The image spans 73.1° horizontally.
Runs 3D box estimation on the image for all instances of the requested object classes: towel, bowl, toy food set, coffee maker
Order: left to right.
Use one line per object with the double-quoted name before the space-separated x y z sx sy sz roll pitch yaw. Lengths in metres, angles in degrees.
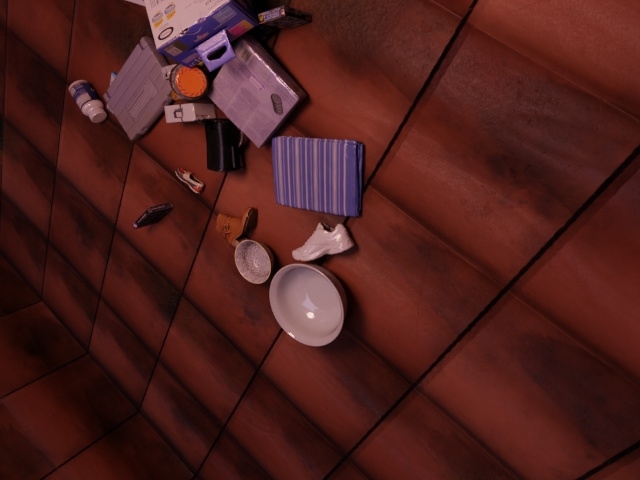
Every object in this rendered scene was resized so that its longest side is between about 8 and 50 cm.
"toy food set" -0.481 -0.616 1.510 0.104 0.111 0.232 -2 103 34
"coffee maker" -0.351 -0.330 1.492 0.120 0.171 0.178 26 120 54
"bowl" -0.229 0.068 1.608 0.170 0.080 0.170 12 113 30
"bowl" -0.019 0.201 1.485 0.298 0.134 0.297 11 112 30
"towel" -0.015 -0.214 1.404 0.336 0.040 0.243 12 114 31

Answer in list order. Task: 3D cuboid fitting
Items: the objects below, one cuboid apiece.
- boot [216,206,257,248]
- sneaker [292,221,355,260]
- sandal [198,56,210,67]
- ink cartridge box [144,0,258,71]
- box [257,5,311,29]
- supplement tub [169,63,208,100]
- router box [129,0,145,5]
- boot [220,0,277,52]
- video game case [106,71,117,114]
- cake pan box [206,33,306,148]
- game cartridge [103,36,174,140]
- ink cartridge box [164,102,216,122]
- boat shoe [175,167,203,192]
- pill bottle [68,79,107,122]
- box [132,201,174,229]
"boot" -0.324 -0.068 1.630 0.152 0.073 0.197 35 119 23
"sneaker" 0.000 0.000 1.443 0.232 0.090 0.115 -17 90 27
"sandal" -0.400 -0.730 1.375 0.138 0.126 0.317 15 106 -10
"ink cartridge box" -0.350 -0.688 1.217 0.270 0.151 0.395 -20 80 23
"box" -0.101 -0.639 1.241 0.094 0.137 0.027 2 107 33
"supplement tub" -0.431 -0.521 1.411 0.190 0.117 0.117 -138 46 -61
"router box" -0.636 -0.992 1.498 0.335 0.082 0.301 26 119 23
"boot" -0.271 -0.703 1.354 0.207 0.094 0.246 -24 99 33
"video game case" -0.848 -0.602 1.814 0.119 0.015 0.166 38 123 17
"cake pan box" -0.213 -0.469 1.374 0.267 0.070 0.246 45 128 -5
"game cartridge" -0.698 -0.580 1.690 0.355 0.068 0.230 -31 96 35
"ink cartridge box" -0.467 -0.459 1.559 0.150 0.109 0.063 6 107 31
"boat shoe" -0.516 -0.245 1.704 0.137 0.049 0.043 43 121 10
"pill bottle" -1.000 -0.598 1.865 0.094 0.094 0.169 -37 85 36
"box" -0.713 -0.106 1.839 0.162 0.116 0.029 -29 88 36
